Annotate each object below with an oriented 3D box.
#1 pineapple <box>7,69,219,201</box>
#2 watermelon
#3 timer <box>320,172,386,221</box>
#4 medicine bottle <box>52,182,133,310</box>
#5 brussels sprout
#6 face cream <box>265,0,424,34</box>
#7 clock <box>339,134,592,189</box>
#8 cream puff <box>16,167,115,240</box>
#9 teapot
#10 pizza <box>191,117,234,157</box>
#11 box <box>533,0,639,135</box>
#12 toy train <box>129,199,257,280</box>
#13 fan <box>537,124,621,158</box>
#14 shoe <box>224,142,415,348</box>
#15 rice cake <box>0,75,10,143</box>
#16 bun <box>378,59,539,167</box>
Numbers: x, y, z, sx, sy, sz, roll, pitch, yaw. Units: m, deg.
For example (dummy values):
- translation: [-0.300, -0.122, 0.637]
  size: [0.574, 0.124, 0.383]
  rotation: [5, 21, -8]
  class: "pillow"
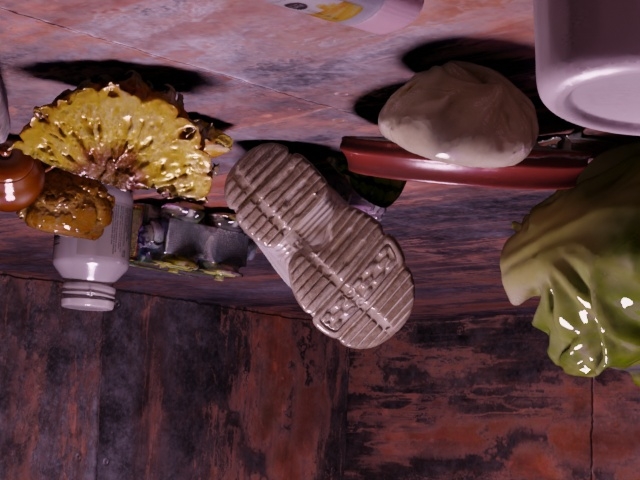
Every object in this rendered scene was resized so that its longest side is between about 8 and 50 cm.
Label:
- translation: [-0.233, -0.160, 1.649]
  size: [0.250, 0.140, 0.164]
  rotation: [18, -147, 1]
  class: "pineapple"
- translation: [0.085, -0.086, 2.028]
  size: [0.087, 0.069, 0.163]
  rotation: [-5, 166, 38]
  class: "watermelon"
- translation: [0.008, -0.064, 2.200]
  size: [0.191, 0.069, 0.208]
  rotation: [-2, 169, 12]
  class: "timer"
- translation: [-0.402, 0.013, 2.337]
  size: [0.135, 0.215, 0.135]
  rotation: [3, 171, 0]
  class: "medicine bottle"
- translation: [0.499, 0.020, 1.791]
  size: [0.425, 0.342, 0.361]
  rotation: [4, 144, -31]
  class: "brussels sprout"
- translation: [-0.004, -0.230, 1.189]
  size: [0.198, 0.057, 0.084]
  rotation: [11, 169, -38]
  class: "face cream"
- translation: [0.184, -0.117, 1.693]
  size: [0.318, 0.080, 0.318]
  rotation: [4, -173, -1]
  class: "clock"
- translation: [-0.416, -0.063, 2.189]
  size: [0.150, 0.115, 0.165]
  rotation: [10, 180, 2]
  class: "cream puff"
- translation: [-0.465, -0.109, 1.993]
  size: [0.173, 0.116, 0.116]
  rotation: [-22, -179, -22]
  class: "teapot"
- translation: [-0.180, -0.143, 1.861]
  size: [0.099, 0.036, 0.160]
  rotation: [7, 171, -23]
  class: "pizza"
- translation: [0.258, -0.185, 0.925]
  size: [0.291, 0.206, 0.262]
  rotation: [12, 168, -34]
  class: "box"
- translation: [-0.250, -0.001, 2.490]
  size: [0.261, 0.134, 0.177]
  rotation: [13, 175, -44]
  class: "toy train"
- translation: [0.348, -0.135, 1.823]
  size: [0.132, 0.009, 0.220]
  rotation: [-1, 172, 6]
  class: "fan"
- translation: [0.003, -0.001, 2.017]
  size: [0.172, 0.351, 0.198]
  rotation: [-37, -175, -1]
  class: "shoe"
- translation: [-0.409, -0.185, 1.573]
  size: [0.064, 0.070, 0.399]
  rotation: [3, 171, -9]
  class: "rice cake"
- translation: [0.156, -0.150, 1.489]
  size: [0.183, 0.102, 0.183]
  rotation: [8, -161, -3]
  class: "bun"
